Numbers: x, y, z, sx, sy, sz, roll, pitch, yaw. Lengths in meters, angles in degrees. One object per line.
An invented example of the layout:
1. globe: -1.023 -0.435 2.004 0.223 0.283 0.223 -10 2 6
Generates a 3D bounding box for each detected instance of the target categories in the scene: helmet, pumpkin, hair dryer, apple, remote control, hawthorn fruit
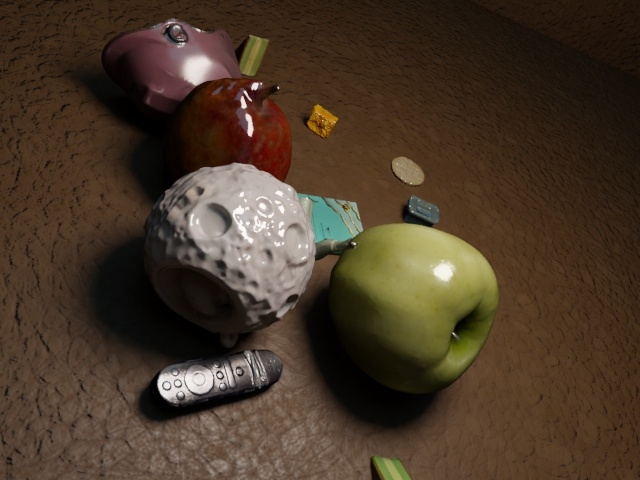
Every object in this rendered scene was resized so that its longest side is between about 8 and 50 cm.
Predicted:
1. helmet: -0.347 -0.387 1.465 0.338 0.271 0.197 -12 74 -39
2. pumpkin: 0.004 -0.355 1.759 0.083 0.074 0.054 34 48 -3
3. hair dryer: -0.009 -0.024 1.322 0.092 0.267 0.229 23 48 -32
4. apple: 0.190 0.136 1.254 0.356 0.357 0.358 16 47 -17
5. remote control: -0.195 0.265 1.130 0.265 0.066 0.090 -3 68 -36
6. hawthorn fruit: -0.214 -0.213 1.350 0.307 0.325 0.309 -1 60 2

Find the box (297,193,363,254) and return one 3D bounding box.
1. box: 0.000 -0.042 1.509 0.229 0.041 0.162 7 51 -24

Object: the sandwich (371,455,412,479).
1. sandwich: 0.150 0.463 1.136 0.074 0.074 0.117 12 48 -21

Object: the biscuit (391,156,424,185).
1. biscuit: 0.271 -0.216 1.831 0.120 0.015 0.120 16 47 -18

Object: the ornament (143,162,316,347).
1. ornament: -0.172 0.009 1.160 0.336 0.337 0.337 16 47 -17

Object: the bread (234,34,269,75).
1. bread: -0.212 -0.579 1.780 0.073 0.139 0.084 2 52 -27

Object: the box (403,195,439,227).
1. box: 0.286 -0.074 1.690 0.099 0.054 0.074 24 43 -10
